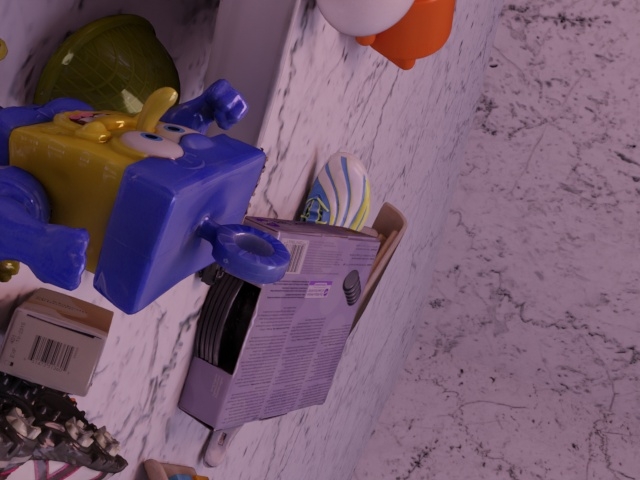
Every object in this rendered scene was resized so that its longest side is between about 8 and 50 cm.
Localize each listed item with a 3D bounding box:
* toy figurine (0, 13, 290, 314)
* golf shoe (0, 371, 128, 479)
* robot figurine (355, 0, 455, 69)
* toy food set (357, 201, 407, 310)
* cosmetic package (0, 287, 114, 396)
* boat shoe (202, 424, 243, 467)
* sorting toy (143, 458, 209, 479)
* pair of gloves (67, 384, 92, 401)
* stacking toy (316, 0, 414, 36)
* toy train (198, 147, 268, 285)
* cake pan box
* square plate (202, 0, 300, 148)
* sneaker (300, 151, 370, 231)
[{"bbox_3d":[-0.111,-0.011,0.465,0.362,0.217,0.191,-35,142,-67],"label":"toy figurine"},{"bbox_3d":[-0.220,0.142,0.566,0.120,0.105,0.273,-47,163,-5],"label":"golf shoe"},{"bbox_3d":[0.114,-0.325,1.128,0.219,0.158,0.128,86,-2,-59],"label":"robot figurine"},{"bbox_3d":[0.042,0.086,1.553,0.306,0.092,0.220,-51,169,-51],"label":"toy food set"},{"bbox_3d":[-0.173,0.064,0.579,0.115,0.060,0.041,-162,-88,-77],"label":"cosmetic package"},{"bbox_3d":[-0.132,0.265,1.188,0.035,0.035,0.100,-41,-158,56],"label":"boat shoe"},{"bbox_3d":[-0.131,0.345,1.012,0.038,0.193,0.208,-27,161,-4],"label":"sorting toy"},{"bbox_3d":[-0.215,0.142,0.716,0.074,0.010,0.083,31,82,-78],"label":"pair of gloves"},{"bbox_3d":[0.114,-0.380,0.814,0.350,0.350,0.480,-56,177,-46],"label":"stacking toy"},{"bbox_3d":[-0.092,-0.026,0.938,0.036,0.027,0.158,47,63,-79],"label":"toy train"},{"bbox_3d":[-0.044,0.098,1.078,0.267,0.070,0.246,2,107,-59],"label":"cake pan box"},{"bbox_3d":[-0.029,-0.212,0.625,0.344,0.049,0.347,117,-14,-59],"label":"square plate"},{"bbox_3d":[0.000,0.000,1.208,0.126,0.091,0.240,-44,152,-61],"label":"sneaker"}]
